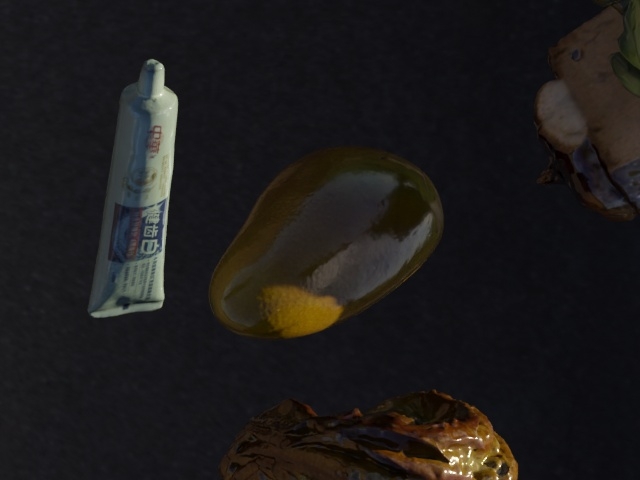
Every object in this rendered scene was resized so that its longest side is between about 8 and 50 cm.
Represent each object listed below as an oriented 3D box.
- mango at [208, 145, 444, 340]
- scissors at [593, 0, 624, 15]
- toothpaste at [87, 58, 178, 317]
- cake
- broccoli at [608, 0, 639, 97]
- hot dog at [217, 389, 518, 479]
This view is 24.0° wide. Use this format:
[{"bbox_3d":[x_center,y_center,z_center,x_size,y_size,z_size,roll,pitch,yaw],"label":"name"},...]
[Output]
[{"bbox_3d":[0.000,0.000,1.266,0.253,0.113,0.138,-32,90,-37],"label":"mango"},{"bbox_3d":[0.114,-0.216,0.834,0.088,0.017,0.220,-3,61,-59],"label":"scissors"},{"bbox_3d":[-0.127,-0.030,1.049,0.060,0.038,0.233,-13,138,-26],"label":"toothpaste"},{"bbox_3d":[0.324,-0.103,1.260,0.293,0.196,0.199,-34,134,16],"label":"cake"},{"bbox_3d":[0.160,0.012,0.358,0.248,0.288,0.245,31,88,-5],"label":"broccoli"},{"bbox_3d":[0.028,0.176,1.201,0.175,0.259,0.114,-3,84,-42],"label":"hot dog"}]
